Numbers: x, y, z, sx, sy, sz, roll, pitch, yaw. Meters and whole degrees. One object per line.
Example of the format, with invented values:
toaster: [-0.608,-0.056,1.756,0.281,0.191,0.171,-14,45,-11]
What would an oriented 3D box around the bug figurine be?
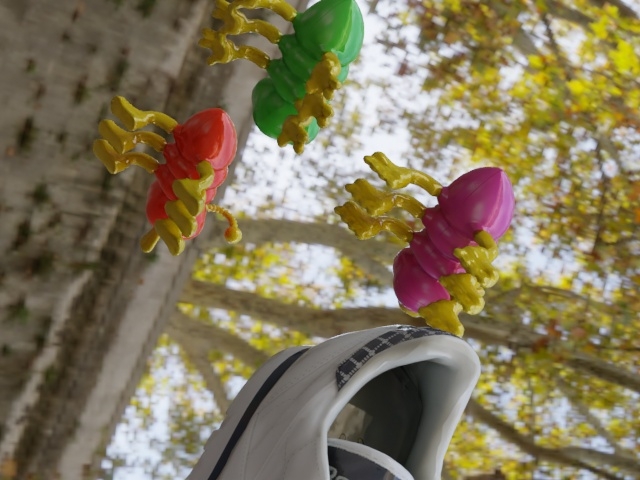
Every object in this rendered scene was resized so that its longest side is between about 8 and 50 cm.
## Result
bug figurine: [0.000,0.000,0.652,0.279,0.072,0.216,52,-47,22]

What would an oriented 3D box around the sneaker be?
sneaker: [-0.020,0.127,0.438,0.095,0.090,0.235,-19,-141,53]
